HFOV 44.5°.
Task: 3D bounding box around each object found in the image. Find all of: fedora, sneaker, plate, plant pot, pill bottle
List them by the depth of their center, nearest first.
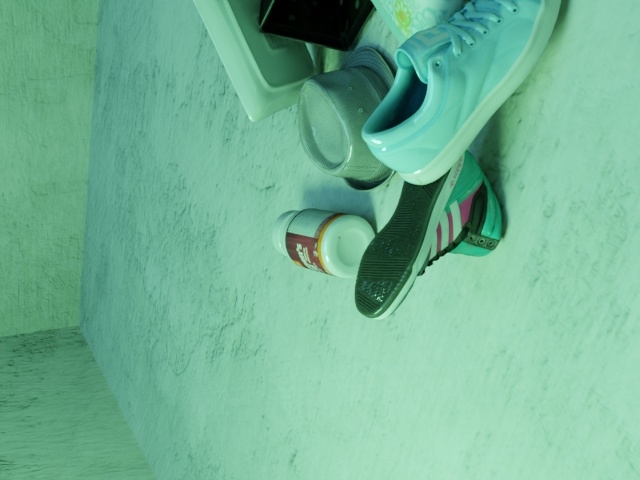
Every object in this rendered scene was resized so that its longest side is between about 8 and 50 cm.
[{"bbox_3d":[0.189,-0.253,1.068,0.366,0.150,0.135,-59,40,7],"label":"sneaker"},{"bbox_3d":[0.178,0.005,1.196,0.123,0.178,0.296,23,85,53],"label":"sneaker"},{"bbox_3d":[-0.005,-0.483,1.421,0.188,0.187,0.167,126,142,-47],"label":"plant pot"},{"bbox_3d":[0.039,-0.219,1.431,0.243,0.124,0.276,-43,59,51],"label":"fedora"},{"bbox_3d":[-0.105,-0.381,1.460,0.045,0.278,0.277,-21,99,32],"label":"plate"},{"bbox_3d":[0.000,0.000,1.532,0.221,0.121,0.121,12,105,56],"label":"pill bottle"}]

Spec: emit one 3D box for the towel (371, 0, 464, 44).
[{"bbox_3d":[0.102,-0.492,1.138,0.375,0.090,0.321,59,167,23],"label":"towel"}]
